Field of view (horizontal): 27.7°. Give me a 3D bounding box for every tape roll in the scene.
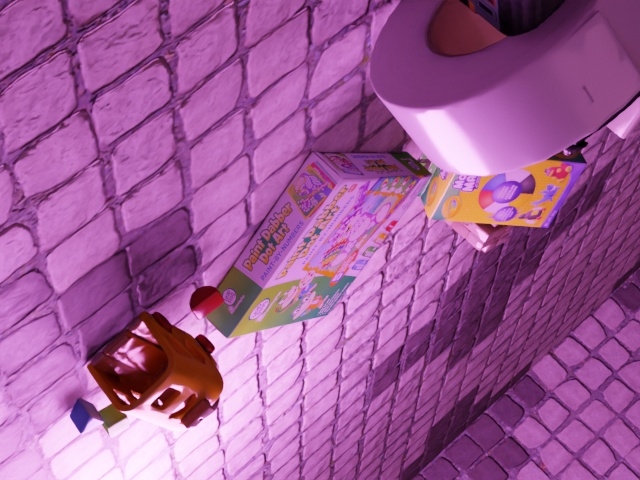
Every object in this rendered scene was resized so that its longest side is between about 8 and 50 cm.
[{"bbox_3d":[0.190,-0.197,1.251,0.286,0.286,0.100,-45,121,-5],"label":"tape roll"}]

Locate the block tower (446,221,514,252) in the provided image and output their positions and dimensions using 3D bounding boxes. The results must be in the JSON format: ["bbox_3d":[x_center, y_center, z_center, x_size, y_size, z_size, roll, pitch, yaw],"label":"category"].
[{"bbox_3d":[0.286,-0.129,1.858,0.091,0.097,0.335,-27,151,-45],"label":"block tower"}]

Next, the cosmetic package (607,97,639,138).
[{"bbox_3d":[0.535,-0.316,1.976,0.160,0.113,0.309,-22,148,-50],"label":"cosmetic package"}]

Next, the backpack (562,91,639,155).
[{"bbox_3d":[0.345,-0.292,1.484,0.355,0.273,0.290,-32,167,29],"label":"backpack"}]

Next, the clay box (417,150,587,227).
[{"bbox_3d":[0.234,-0.082,1.756,0.222,0.053,0.127,2,135,-24],"label":"clay box"}]

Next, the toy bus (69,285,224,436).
[{"bbox_3d":[-0.163,0.161,1.450,0.202,0.104,0.191,-19,143,-32],"label":"toy bus"}]

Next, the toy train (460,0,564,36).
[{"bbox_3d":[0.124,-0.302,1.047,0.142,0.190,0.334,-45,160,-7],"label":"toy train"}]

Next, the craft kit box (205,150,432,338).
[{"bbox_3d":[0.000,0.000,1.587,0.250,0.061,0.247,-55,156,22],"label":"craft kit box"}]
